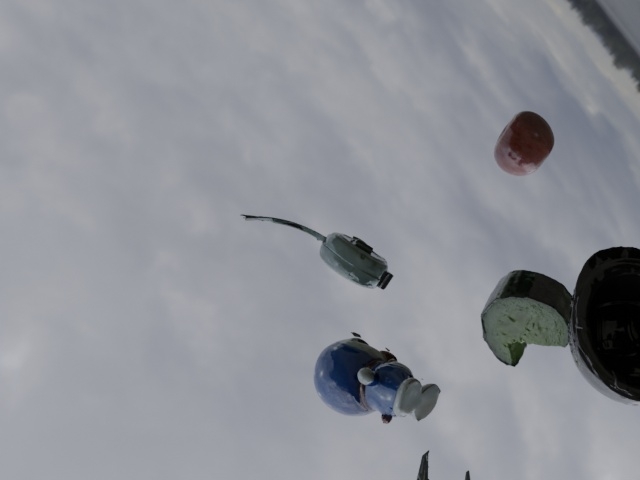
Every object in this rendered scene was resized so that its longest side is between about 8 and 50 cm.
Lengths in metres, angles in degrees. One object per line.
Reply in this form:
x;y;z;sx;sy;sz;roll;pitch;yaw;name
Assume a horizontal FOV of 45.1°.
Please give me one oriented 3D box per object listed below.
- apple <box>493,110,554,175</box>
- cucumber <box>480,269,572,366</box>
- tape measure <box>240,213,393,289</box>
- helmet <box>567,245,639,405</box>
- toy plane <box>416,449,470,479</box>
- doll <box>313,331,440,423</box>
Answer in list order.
0.479;-0.223;1.809;0.120;0.153;0.153;32;-154;3;apple
0.440;0.157;1.636;0.191;0.191;0.130;49;-143;-6;cucumber
0.000;-0.001;1.586;0.330;0.084;0.164;29;-178;-14;tape measure
0.539;0.165;1.359;0.160;0.230;0.279;87;175;-63;helmet
0.230;0.560;1.613;0.058;0.226;0.226;35;-152;-50;toy plane
0.102;0.274;1.519;0.215;0.257;0.161;41;-115;-45;doll
